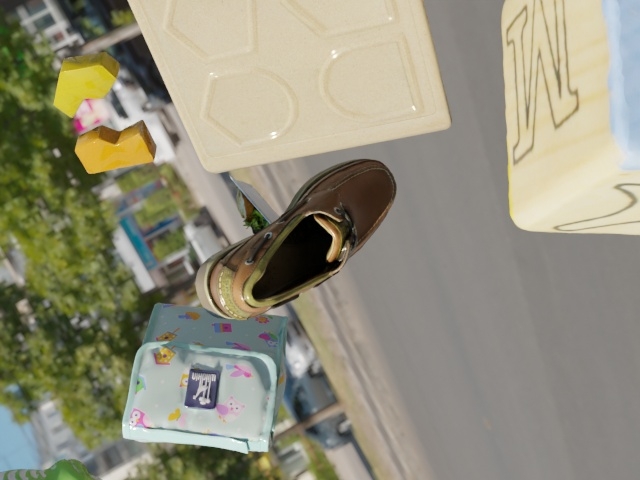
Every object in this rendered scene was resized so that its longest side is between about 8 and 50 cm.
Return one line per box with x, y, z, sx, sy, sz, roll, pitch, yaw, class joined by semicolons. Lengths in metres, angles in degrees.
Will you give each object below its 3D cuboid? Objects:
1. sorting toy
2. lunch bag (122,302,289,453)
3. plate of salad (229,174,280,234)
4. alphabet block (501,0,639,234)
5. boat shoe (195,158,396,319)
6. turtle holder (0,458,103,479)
-0.068;-0.145;0.842;0.229;0.307;0.041;68;-162;-45;sorting toy
-0.165;0.215;1.621;0.262;0.223;0.160;-80;-3;-64;lunch bag
-0.070;-0.012;1.541;0.200;0.048;0.200;48;179;1;plate of salad
0.245;-0.114;0.741;0.197;0.192;0.193;130;143;-74;alphabet block
0.000;0.000;1.278;0.104;0.307;0.111;-4;120;54;boat shoe
-0.343;0.373;1.173;0.243;0.227;0.320;4;79;68;turtle holder
